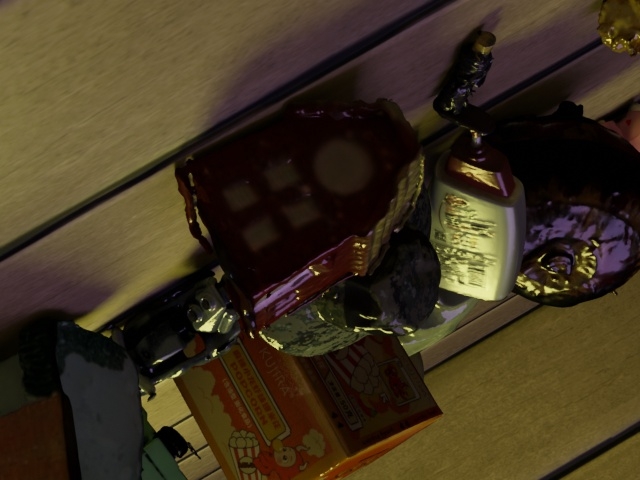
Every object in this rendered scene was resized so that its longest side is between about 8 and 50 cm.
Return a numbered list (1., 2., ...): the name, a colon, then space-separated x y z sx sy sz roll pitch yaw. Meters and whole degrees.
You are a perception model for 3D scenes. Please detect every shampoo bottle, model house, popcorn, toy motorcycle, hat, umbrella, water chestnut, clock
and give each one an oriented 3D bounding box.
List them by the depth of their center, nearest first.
1. model house: -0.002 -0.041 1.383 0.254 0.160 0.196 -31 167 -9
2. umbrella: 0.157 -0.178 1.479 0.037 0.040 0.144 -17 162 -16
3. hat: 0.060 0.037 1.537 0.265 0.128 0.266 -21 125 -34
4. model house: -0.358 0.243 1.540 0.291 0.253 0.184 -16 156 11
5. popcorn: 0.354 -0.248 1.563 0.057 0.083 0.082 -10 130 -53
6. shampoo bottle: 0.173 -0.051 1.645 0.284 0.153 0.071 90 23 -45
7. toy motorcycle: -0.173 0.112 1.692 0.159 0.106 0.270 -27 172 -41
8. water chestnut: 0.302 -0.065 1.841 0.300 0.300 0.300 -29 167 -7
9. toy motorcycle: -0.235 0.339 1.905 0.125 0.331 0.196 -41 -175 -29
10. clock: 0.438 -0.118 2.193 0.195 0.100 0.194 -30 169 2

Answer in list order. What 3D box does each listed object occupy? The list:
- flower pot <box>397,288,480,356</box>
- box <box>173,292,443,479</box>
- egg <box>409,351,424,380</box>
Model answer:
1. flower pot: 0.168 0.069 2.153 0.254 0.165 0.367 -30 167 -28
2. box: -0.023 0.187 1.894 0.214 0.284 0.259 -39 165 29
3. egg: 0.058 0.238 2.427 0.218 0.218 0.295 -25 179 -24
